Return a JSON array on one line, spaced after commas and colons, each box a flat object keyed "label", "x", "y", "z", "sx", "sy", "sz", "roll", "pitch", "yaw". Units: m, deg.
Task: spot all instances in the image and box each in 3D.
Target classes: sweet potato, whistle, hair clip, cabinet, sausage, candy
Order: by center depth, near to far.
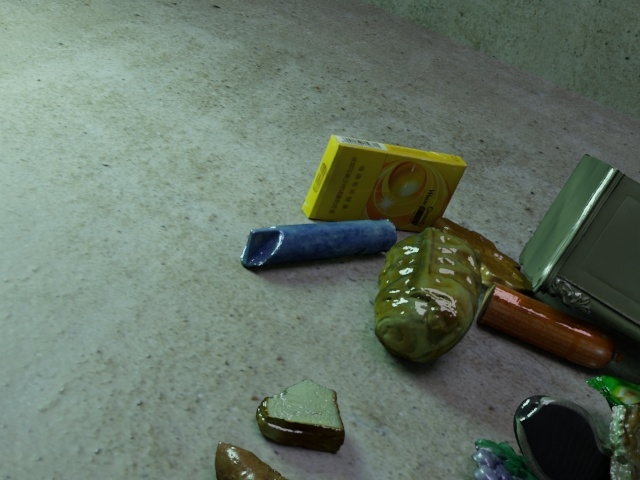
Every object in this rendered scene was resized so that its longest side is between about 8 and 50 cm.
[{"label": "sweet potato", "x": -0.051, "y": 0.272, "z": 0.952, "sx": 0.068, "sy": 0.060, "sz": 0.206, "roll": -24, "pitch": 54, "yaw": -12}, {"label": "hair clip", "x": 0.227, "y": 0.301, "z": 1.141, "sx": 0.124, "sy": 0.052, "sz": 0.195, "roll": 38, "pitch": 18, "yaw": -4}, {"label": "candy", "x": 0.472, "y": 0.269, "z": 1.355, "sx": 0.203, "sy": 0.078, "sz": 0.141, "roll": 28, "pitch": 35, "yaw": -15}, {"label": "whistle", "x": 0.000, "y": 0.000, "z": 1.510, "sx": 0.304, "sy": 0.062, "sz": 0.062, "roll": -5, "pitch": 37, "yaw": -44}, {"label": "sausage", "x": 0.367, "y": 0.142, "z": 1.517, "sx": 0.234, "sy": 0.071, "sz": 0.071, "roll": 24, "pitch": 26, "yaw": 2}, {"label": "cabinet", "x": 0.526, "y": 0.042, "z": 1.573, "sx": 0.318, "sy": 0.227, "sz": 0.290, "roll": 31, "pitch": 11, "yaw": 1}]

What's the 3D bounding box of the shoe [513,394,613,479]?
[{"label": "shoe", "x": 0.292, "y": 0.250, "z": 1.182, "sx": 0.227, "sy": 0.099, "sz": 0.112, "roll": 40, "pitch": -3, "yaw": -31}]

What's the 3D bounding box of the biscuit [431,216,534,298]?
[{"label": "biscuit", "x": 0.285, "y": 0.039, "z": 1.663, "sx": 0.184, "sy": 0.035, "sz": 0.249, "roll": 21, "pitch": 18, "yaw": -31}]

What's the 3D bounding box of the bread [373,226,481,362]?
[{"label": "bread", "x": 0.156, "y": 0.080, "z": 1.402, "sx": 0.152, "sy": 0.130, "sz": 0.267, "roll": -14, "pitch": 21, "yaw": 16}]

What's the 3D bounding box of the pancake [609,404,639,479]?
[{"label": "pancake", "x": 0.403, "y": 0.286, "z": 1.152, "sx": 0.376, "sy": 0.054, "sz": 0.197, "roll": -30, "pitch": 95, "yaw": -52}]

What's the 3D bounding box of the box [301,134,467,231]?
[{"label": "box", "x": 0.114, "y": -0.093, "z": 1.675, "sx": 0.269, "sy": 0.152, "sz": 0.043, "roll": 6, "pitch": 33, "yaw": -29}]

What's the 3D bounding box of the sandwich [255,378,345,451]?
[{"label": "sandwich", "x": -0.027, "y": 0.202, "z": 1.127, "sx": 0.105, "sy": 0.035, "sz": 0.093, "roll": 10, "pitch": 29, "yaw": -21}]
